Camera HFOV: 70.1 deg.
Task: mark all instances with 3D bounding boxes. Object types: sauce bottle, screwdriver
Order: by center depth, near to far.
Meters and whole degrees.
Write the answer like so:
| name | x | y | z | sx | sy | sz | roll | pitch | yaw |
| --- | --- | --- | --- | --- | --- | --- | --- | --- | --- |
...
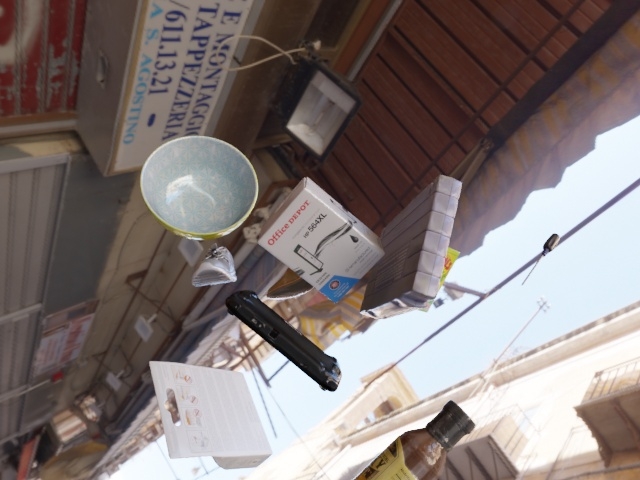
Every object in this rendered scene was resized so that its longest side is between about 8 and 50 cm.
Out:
| name | x | y | z | sx | sy | sz | roll | pitch | yaw |
| --- | --- | --- | --- | --- | --- | --- | --- | --- | --- |
| sauce bottle | 0.166 | 0.464 | 0.916 | 0.111 | 0.344 | 0.111 | 48 | -9 | 10 |
| screwdriver | 0.494 | 0.043 | 1.020 | 0.025 | 0.170 | 0.024 | 13 | -39 | 44 |

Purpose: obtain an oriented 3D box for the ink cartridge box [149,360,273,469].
| name | x | y | z | sx | sy | sz | roll | pitch | yaw |
| --- | --- | --- | --- | --- | --- | --- | --- | --- | --- |
| ink cartridge box | -0.349 | 0.536 | 1.392 | 0.091 | 0.385 | 0.308 | -45 | -130 | 17 |

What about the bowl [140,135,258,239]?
| name | x | y | z | sx | sy | sz | roll | pitch | yaw |
| --- | --- | --- | --- | --- | --- | --- | --- | --- | --- |
| bowl | -0.318 | -0.112 | 1.202 | 0.289 | 0.289 | 0.156 | 54 | -28 | 12 |

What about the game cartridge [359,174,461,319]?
| name | x | y | z | sx | sy | sz | roll | pitch | yaw |
| --- | --- | --- | --- | --- | --- | --- | --- | --- | --- |
| game cartridge | 0.172 | 0.038 | 0.933 | 0.355 | 0.068 | 0.230 | 123 | -19 | -73 |

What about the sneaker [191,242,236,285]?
| name | x | y | z | sx | sy | sz | roll | pitch | yaw |
| --- | --- | --- | --- | --- | --- | --- | --- | --- | --- |
| sneaker | -0.303 | 0.064 | 1.278 | 0.281 | 0.105 | 0.115 | 131 | -50 | -83 |

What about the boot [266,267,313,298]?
| name | x | y | z | sx | sy | sz | roll | pitch | yaw |
| --- | --- | --- | --- | --- | --- | --- | --- | --- | --- |
| boot | -0.068 | 0.104 | 1.512 | 0.305 | 0.112 | 0.115 | -34 | -118 | 30 |

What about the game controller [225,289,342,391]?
| name | x | y | z | sx | sy | sz | roll | pitch | yaw |
| --- | --- | --- | --- | --- | --- | --- | --- | --- | --- |
| game controller | -0.080 | 0.225 | 1.055 | 0.319 | 0.067 | 0.166 | 39 | -5 | 3 |

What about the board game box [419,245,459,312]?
| name | x | y | z | sx | sy | sz | roll | pitch | yaw |
| --- | --- | --- | --- | --- | --- | --- | --- | --- | --- |
| board game box | 0.277 | 0.092 | 1.177 | 0.043 | 0.092 | 0.181 | 37 | -76 | 50 |

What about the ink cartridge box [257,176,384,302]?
| name | x | y | z | sx | sy | sz | roll | pitch | yaw |
| --- | --- | --- | --- | --- | --- | --- | --- | --- | --- |
| ink cartridge box | 0.000 | 0.000 | 0.893 | 0.203 | 0.086 | 0.148 | 38 | -72 | -14 |
